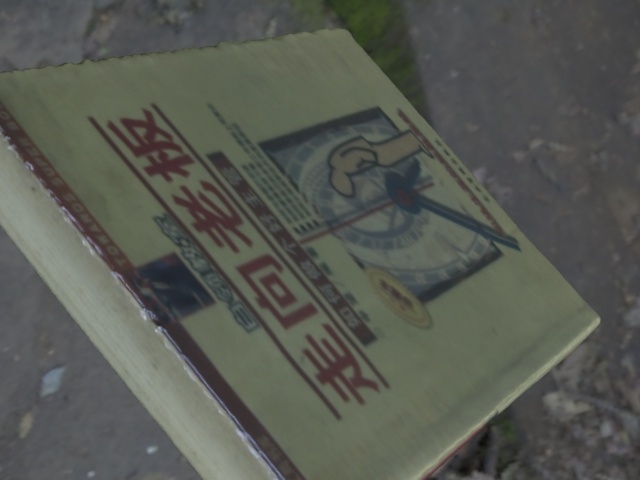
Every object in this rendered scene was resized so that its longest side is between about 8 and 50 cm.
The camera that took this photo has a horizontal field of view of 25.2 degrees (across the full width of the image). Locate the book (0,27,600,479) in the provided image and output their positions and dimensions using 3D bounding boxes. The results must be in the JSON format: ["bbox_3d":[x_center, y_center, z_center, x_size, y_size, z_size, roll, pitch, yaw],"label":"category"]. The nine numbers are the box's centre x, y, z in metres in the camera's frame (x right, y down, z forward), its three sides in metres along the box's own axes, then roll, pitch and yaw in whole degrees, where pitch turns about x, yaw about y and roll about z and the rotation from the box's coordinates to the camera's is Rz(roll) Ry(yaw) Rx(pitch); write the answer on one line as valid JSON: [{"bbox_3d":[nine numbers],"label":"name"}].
[{"bbox_3d":[0.000,0.000,0.469,0.161,0.026,0.231,50,28,9],"label":"book"}]
